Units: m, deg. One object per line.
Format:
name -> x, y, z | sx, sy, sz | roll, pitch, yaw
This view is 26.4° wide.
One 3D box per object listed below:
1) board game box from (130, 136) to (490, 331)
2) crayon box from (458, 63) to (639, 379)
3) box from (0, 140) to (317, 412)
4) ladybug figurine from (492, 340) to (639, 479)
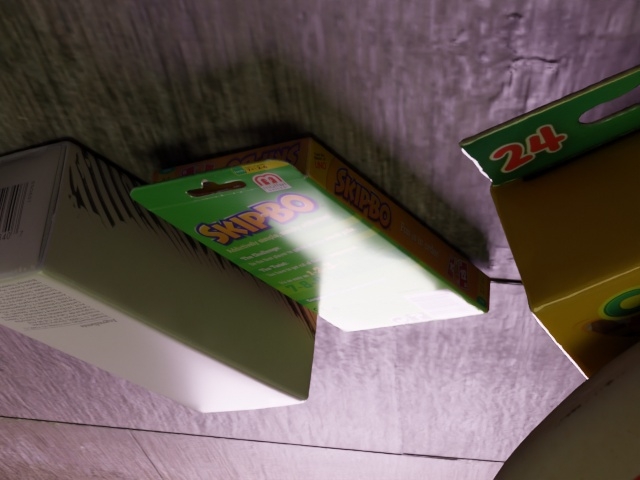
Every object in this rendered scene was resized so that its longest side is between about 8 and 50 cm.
board game box -> 0.000, 0.000, 0.910 | 0.124, 0.039, 0.259 | -10, 155, 32
crayon box -> 0.223, 0.007, 0.733 | 0.202, 0.081, 0.318 | -24, 147, 17
box -> -0.124, 0.036, 0.952 | 0.113, 0.094, 0.275 | -10, 153, 34
ladybug figurine -> 0.251, 0.161, 0.757 | 0.305, 0.162, 0.449 | -7, 149, -11
